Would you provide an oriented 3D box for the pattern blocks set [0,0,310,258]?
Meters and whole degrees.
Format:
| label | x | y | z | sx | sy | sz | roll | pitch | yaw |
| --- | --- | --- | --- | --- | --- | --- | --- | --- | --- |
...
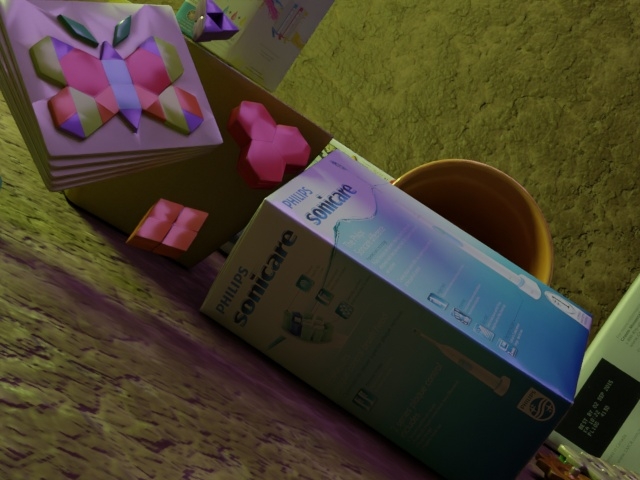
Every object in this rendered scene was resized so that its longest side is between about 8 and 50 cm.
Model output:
| label | x | y | z | sx | sy | sz | roll | pitch | yaw |
| --- | --- | --- | --- | --- | --- | --- | --- | --- | --- |
| pattern blocks set | -0.165 | -0.121 | 0.900 | 0.325 | 0.026 | 0.285 | -31 | 89 | -47 |

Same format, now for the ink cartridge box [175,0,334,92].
| label | x | y | z | sx | sy | sz | roll | pitch | yaw |
| --- | --- | --- | --- | --- | --- | --- | --- | --- | --- |
| ink cartridge box | -0.059 | -0.239 | 1.125 | 0.092 | 0.143 | 0.090 | 36 | 5 | 33 |

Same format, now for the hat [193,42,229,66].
| label | x | y | z | sx | sy | sz | roll | pitch | yaw |
| --- | --- | --- | --- | --- | --- | --- | --- | --- | --- |
| hat | -0.247 | -0.181 | 1.595 | 0.332 | 0.133 | 0.331 | -8 | 22 | 3 |

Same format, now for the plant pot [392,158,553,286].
| label | x | y | z | sx | sy | sz | roll | pitch | yaw |
| --- | --- | --- | --- | --- | --- | --- | --- | --- | --- |
| plant pot | 0.196 | 0.035 | 1.791 | 0.291 | 0.290 | 0.203 | 33 | -12 | 0 |

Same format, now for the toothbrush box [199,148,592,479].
| label | x | y | z | sx | sy | sz | roll | pitch | yaw |
| --- | --- | --- | --- | --- | --- | --- | --- | --- | --- |
| toothbrush box | 0.076 | 0.064 | 1.004 | 0.296 | 0.126 | 0.216 | 34 | 23 | 5 |

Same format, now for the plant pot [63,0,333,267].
| label | x | y | z | sx | sy | sz | roll | pitch | yaw |
| --- | --- | --- | --- | --- | --- | --- | --- | --- | --- |
| plant pot | -0.150 | -0.100 | 1.127 | 0.212 | 0.187 | 0.212 | 32 | 5 | -25 |

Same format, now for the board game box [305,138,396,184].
| label | x | y | z | sx | sy | sz | roll | pitch | yaw |
| --- | --- | --- | --- | --- | --- | --- | --- | --- | --- |
| board game box | -0.037 | -0.093 | 1.902 | 0.305 | 0.193 | 0.053 | 33 | 3 | 7 |

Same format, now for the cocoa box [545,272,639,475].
| label | x | y | z | sx | sy | sz | roll | pitch | yaw |
| --- | --- | --- | --- | --- | --- | --- | --- | --- | --- |
| cocoa box | 0.494 | 0.188 | 1.596 | 0.231 | 0.347 | 0.228 | 34 | 3 | 15 |

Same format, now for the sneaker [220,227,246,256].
| label | x | y | z | sx | sy | sz | roll | pitch | yaw |
| --- | --- | --- | --- | --- | --- | --- | --- | --- | --- |
| sneaker | -0.109 | -0.087 | 1.352 | 0.283 | 0.110 | 0.122 | 46 | -37 | 13 |

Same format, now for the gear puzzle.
| label | x | y | z | sx | sy | sz | roll | pitch | yaw |
| --- | --- | --- | --- | --- | --- | --- | --- | --- | --- |
| gear puzzle | 0.354 | 0.309 | 1.302 | 0.339 | 0.044 | 0.175 | 26 | 10 | -42 |
